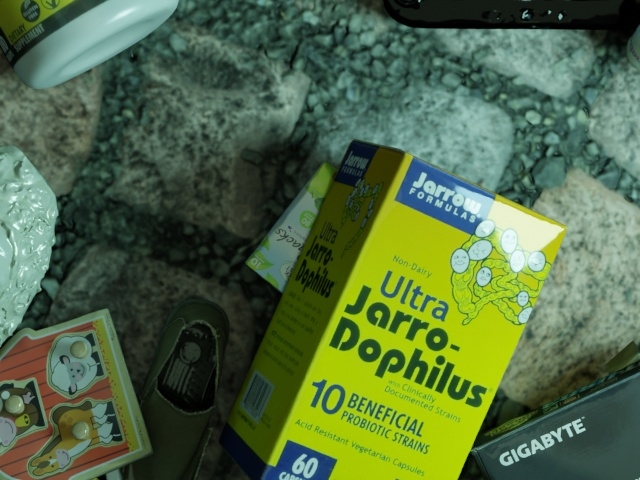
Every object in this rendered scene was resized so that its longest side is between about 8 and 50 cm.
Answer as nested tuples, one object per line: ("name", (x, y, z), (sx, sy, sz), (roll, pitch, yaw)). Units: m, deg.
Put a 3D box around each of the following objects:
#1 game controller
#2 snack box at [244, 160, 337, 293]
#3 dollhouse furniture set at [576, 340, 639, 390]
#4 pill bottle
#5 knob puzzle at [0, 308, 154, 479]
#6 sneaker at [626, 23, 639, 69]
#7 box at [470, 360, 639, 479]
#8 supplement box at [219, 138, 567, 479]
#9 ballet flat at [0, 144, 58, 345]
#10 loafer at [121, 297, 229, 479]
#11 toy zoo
("game controller", (0.222, -0.311, 1.864), (0.319, 0.067, 0.166), (0, 103, -4))
("snack box", (0.000, 0.000, 1.867), (0.100, 0.037, 0.141), (38, 87, -2))
("dollhouse furniture set", (0.419, 0.207, 1.869), (0.259, 0.135, 0.262), (-44, 92, 8))
("pill bottle", (-0.304, -0.339, 1.777), (0.188, 0.188, 0.334), (-31, 91, -4))
("knob puzzle", (-0.291, 0.176, 1.814), (0.213, 0.030, 0.213), (-3, 69, 9))
("sneaker", (0.468, -0.230, 1.874), (0.305, 0.152, 0.114), (-1, 71, -25))
("box", (0.346, 0.277, 1.778), (0.295, 0.073, 0.293), (-25, 94, 6))
("supplement box", (0.068, 0.100, 1.768), (0.194, 0.195, 0.356), (23, 90, -17))
("ballet flat", (-0.396, 0.091, 1.793), (0.147, 0.147, 0.409), (27, 87, -3))
("loafer", (-0.159, 0.183, 1.830), (0.094, 0.087, 0.251), (12, 88, -4))
("toy zoo", (-0.291, 0.296, 1.800), (0.192, 0.030, 0.293), (-17, 67, 3))
